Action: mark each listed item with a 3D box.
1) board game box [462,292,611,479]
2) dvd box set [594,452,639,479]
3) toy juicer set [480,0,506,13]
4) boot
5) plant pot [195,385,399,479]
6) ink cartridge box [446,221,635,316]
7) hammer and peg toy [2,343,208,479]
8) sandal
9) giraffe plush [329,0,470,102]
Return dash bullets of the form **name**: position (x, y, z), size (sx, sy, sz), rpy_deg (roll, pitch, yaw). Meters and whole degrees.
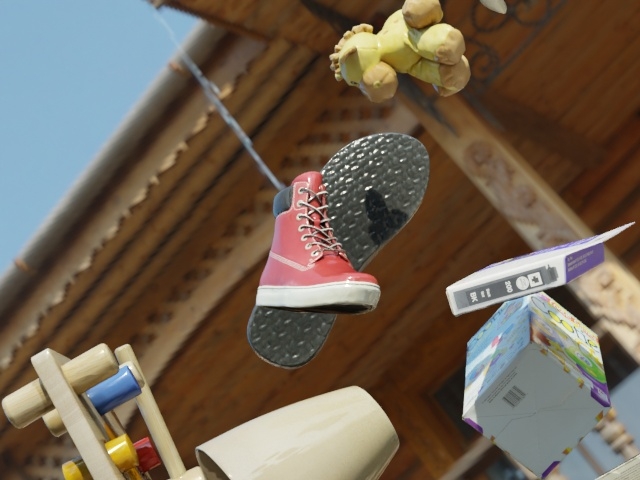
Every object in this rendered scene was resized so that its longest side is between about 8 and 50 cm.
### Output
- **board game box**: position (0.299, 0.186, 1.768), size (0.144, 0.142, 0.275), rpy_deg (-51, 4, 18)
- **dvd box set**: position (0.682, 0.529, 2.147), size (0.062, 0.420, 0.307), rpy_deg (-20, -18, -38)
- **toy juicer set**: position (0.111, -0.408, 1.581), size (0.089, 0.329, 0.209), rpy_deg (-60, -3, 1)
- **boot**: position (0.000, 0.000, 1.524), size (0.088, 0.244, 0.176), rpy_deg (11, -95, -27)
- **plant pot**: position (-0.016, 0.364, 2.040), size (0.274, 0.256, 0.256), rpy_deg (-33, -30, -18)
- **ink cartridge box**: position (0.290, 0.035, 1.615), size (0.208, 0.045, 0.206), rpy_deg (-19, -1, 27)
- **hammer and peg toy**: position (-0.228, 0.249, 1.437), size (0.127, 0.266, 0.361), rpy_deg (-30, -9, -5)
- **sandal**: position (0.020, 0.008, 2.106), size (0.445, 0.167, 0.107), rpy_deg (-56, -2, -9)
- **giraffe plush**: position (0.106, -0.284, 1.925), size (0.170, 0.210, 0.181), rpy_deg (-30, -34, -7)
